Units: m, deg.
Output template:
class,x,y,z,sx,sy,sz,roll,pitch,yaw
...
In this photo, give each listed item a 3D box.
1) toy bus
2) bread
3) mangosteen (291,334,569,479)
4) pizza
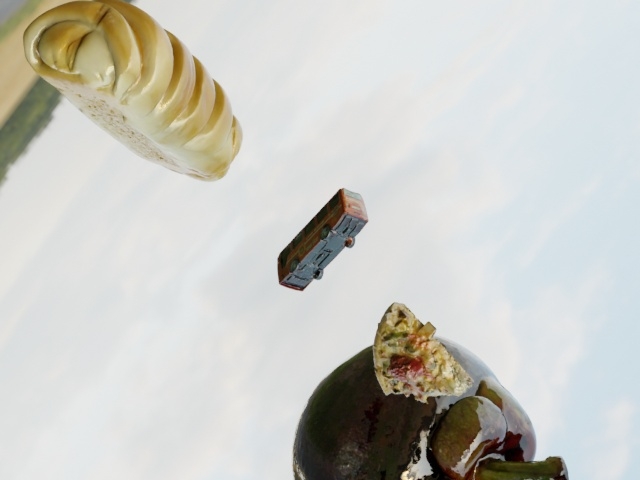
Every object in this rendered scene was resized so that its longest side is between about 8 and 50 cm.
class,x,y,z,sx,sy,sz,roll,pitch,yaw
toy bus,0.000,0.000,1.160,0.110,0.031,0.043,-46,-140,36
bread,-0.200,-0.173,1.484,0.121,0.173,0.311,-66,152,-11
mangosteen,0.167,0.348,2.019,0.435,0.382,0.382,30,-99,39
pizza,0.068,0.086,0.892,0.025,0.078,0.083,-39,141,-42
